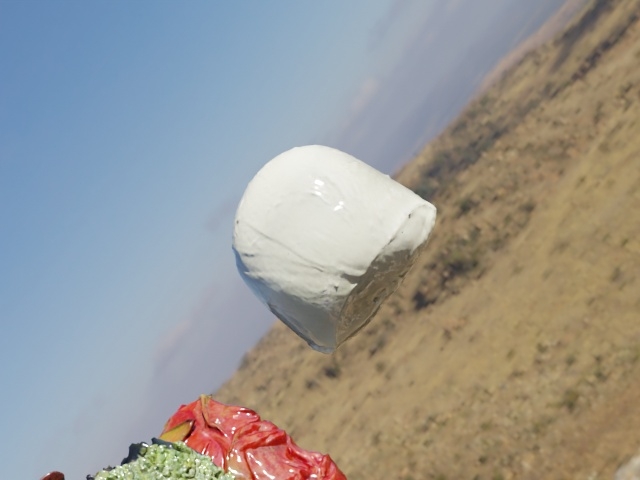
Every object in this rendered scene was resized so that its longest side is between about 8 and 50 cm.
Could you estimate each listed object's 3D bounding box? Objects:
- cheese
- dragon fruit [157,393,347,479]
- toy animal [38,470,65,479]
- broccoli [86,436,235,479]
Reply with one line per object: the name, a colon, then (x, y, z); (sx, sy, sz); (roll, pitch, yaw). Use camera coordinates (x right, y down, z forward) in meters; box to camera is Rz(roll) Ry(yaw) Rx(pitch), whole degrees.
cheese: (0.000, 0.000, 1.172); (0.198, 0.189, 0.154); (-53, -4, 12)
dragon fruit: (-0.113, 0.399, 1.875); (0.240, 0.330, 0.303); (30, -127, -76)
toy animal: (-0.217, 0.236, 0.755); (0.105, 0.070, 0.203); (-10, -52, -63)
broccoli: (-0.228, 0.438, 1.609); (0.180, 0.242, 0.273); (-104, 17, -72)
